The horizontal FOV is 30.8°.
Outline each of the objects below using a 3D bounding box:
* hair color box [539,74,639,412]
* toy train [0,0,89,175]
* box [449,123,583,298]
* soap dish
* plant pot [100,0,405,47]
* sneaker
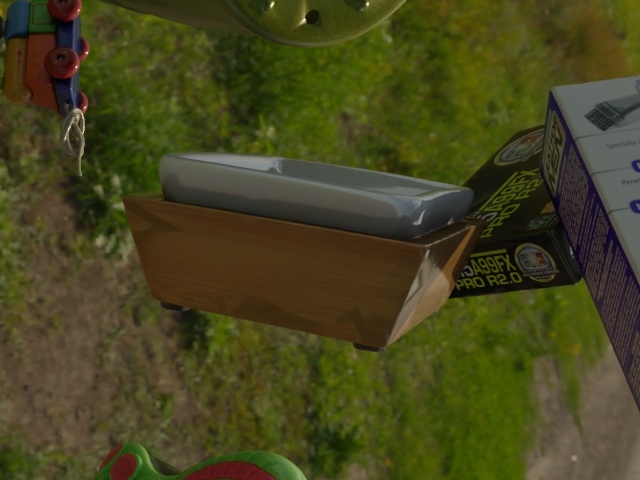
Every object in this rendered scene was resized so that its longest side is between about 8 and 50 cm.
[{"bbox_3d":[0.310,0.011,0.913,0.110,0.185,0.339,88,-7,-49],"label":"hair color box"},{"bbox_3d":[-0.360,-0.186,1.411,0.105,0.143,0.248,96,-9,-61],"label":"toy train"},{"bbox_3d":[0.226,-0.043,1.172,0.270,0.216,0.060,-41,110,-35],"label":"box"},{"bbox_3d":[0.000,0.000,0.947,0.291,0.229,0.118,-16,116,-73],"label":"soap dish"},{"bbox_3d":[-0.075,-0.336,1.039,0.353,0.366,0.366,42,-15,49],"label":"plant pot"},{"bbox_3d":[-0.152,0.357,1.368,0.202,0.482,0.185,46,60,-26],"label":"sneaker"}]
